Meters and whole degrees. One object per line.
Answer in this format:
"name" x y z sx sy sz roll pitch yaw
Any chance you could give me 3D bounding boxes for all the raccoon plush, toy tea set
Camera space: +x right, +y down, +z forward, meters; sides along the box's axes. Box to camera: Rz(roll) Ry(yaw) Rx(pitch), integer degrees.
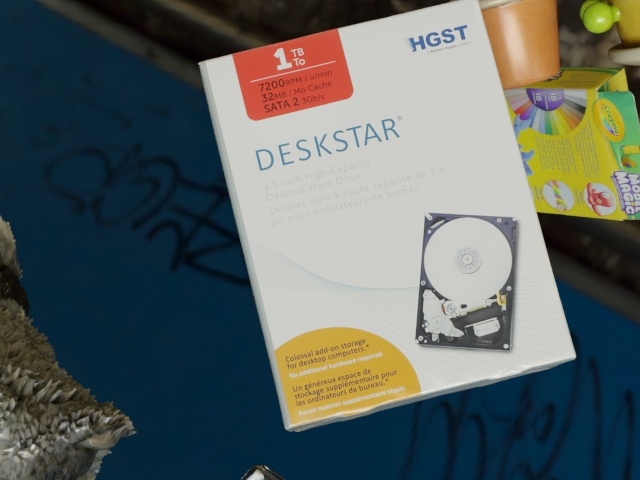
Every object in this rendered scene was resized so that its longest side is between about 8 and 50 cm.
"raccoon plush" -0.326 0.096 1.329 0.216 0.299 0.446 -3 -119 -31
"toy tea set" 0.248 -0.197 0.941 0.336 0.124 0.200 -17 -169 -17

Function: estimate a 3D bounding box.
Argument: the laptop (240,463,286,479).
"laptop" -0.088 0.458 1.577 0.382 0.236 0.408 40 151 -22

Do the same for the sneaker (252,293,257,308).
"sneaker" 0.000 0.000 1.090 0.063 0.170 0.075 38 -160 13

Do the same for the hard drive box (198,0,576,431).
"hard drive box" 0.038 -0.013 0.870 0.181 0.232 0.089 -15 171 -1

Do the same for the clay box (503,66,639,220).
"clay box" 0.204 -0.090 1.249 0.222 0.127 0.053 7 -146 42
